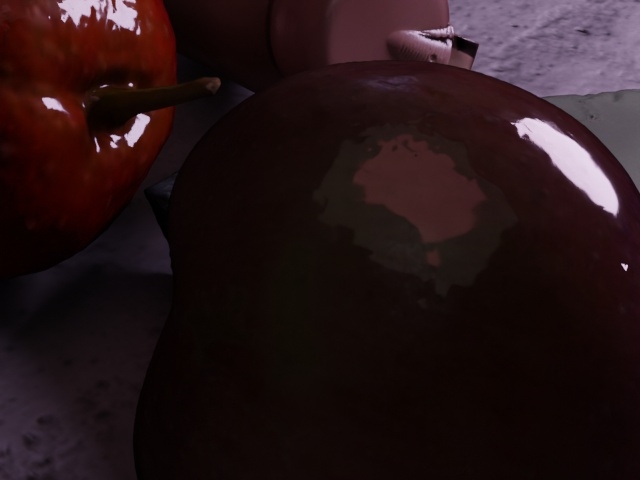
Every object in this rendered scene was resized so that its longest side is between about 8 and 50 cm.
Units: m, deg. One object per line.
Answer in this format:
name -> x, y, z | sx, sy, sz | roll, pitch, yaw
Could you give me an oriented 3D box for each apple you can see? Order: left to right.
apple -> 0.031, 0.067, 0.616 | 0.235, 0.306, 0.306 | 11, 35, -6

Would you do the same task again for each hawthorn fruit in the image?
hawthorn fruit -> -0.213, -0.100, 0.836 | 0.330, 0.287, 0.287 | 4, 33, 22

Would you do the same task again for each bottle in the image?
bottle -> -0.011, -0.199, 1.064 | 0.206, 0.173, 0.297 | 17, 9, -38

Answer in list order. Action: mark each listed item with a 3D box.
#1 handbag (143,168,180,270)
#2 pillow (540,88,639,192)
handbag -> 0.000, 0.000, 0.857 | 0.175, 0.089, 0.270 | -32, 47, -17
pillow -> 0.228, -0.016, 0.917 | 0.310, 0.119, 0.312 | -7, 40, -10
